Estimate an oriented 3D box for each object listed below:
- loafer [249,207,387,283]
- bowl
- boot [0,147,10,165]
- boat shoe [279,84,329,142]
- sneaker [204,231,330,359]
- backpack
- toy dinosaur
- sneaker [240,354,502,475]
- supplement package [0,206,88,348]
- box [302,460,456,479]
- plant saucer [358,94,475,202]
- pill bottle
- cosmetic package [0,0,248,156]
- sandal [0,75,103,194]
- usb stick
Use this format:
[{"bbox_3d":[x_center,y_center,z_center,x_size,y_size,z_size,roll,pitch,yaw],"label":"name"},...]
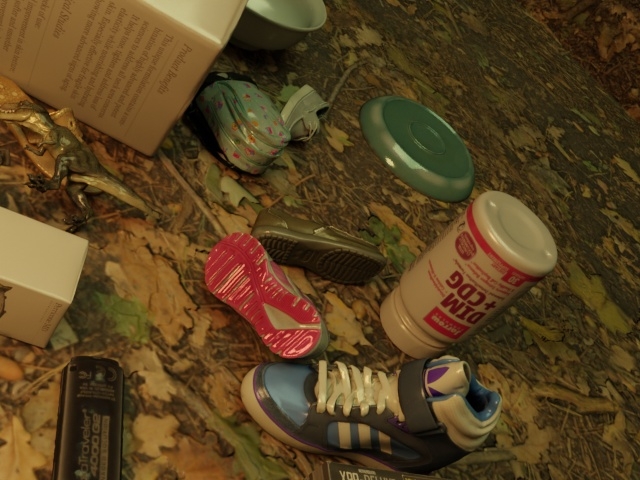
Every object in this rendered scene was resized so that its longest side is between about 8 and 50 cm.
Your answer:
[{"bbox_3d":[0.000,0.000,1.314,0.251,0.094,0.087,18,46,-27],"label":"loafer"},{"bbox_3d":[-0.145,-0.493,1.658,0.298,0.134,0.297,24,39,-21],"label":"bowl"},{"bbox_3d":[-0.516,-0.100,0.876,0.229,0.091,0.263,17,23,32],"label":"boot"},{"bbox_3d":[-0.035,-0.234,1.535,0.081,0.079,0.227,34,34,-2],"label":"boat shoe"},{"bbox_3d":[-0.077,0.091,1.161,0.252,0.103,0.111,49,-2,32],"label":"sneaker"},{"bbox_3d":[-0.137,-0.206,1.389,0.152,0.115,0.182,-3,57,-46],"label":"backpack"},{"bbox_3d":[-0.340,-0.086,1.100,0.268,0.064,0.118,42,45,-22],"label":"toy dinosaur"},{"bbox_3d":[0.084,0.199,1.065,0.323,0.236,0.130,28,38,-17],"label":"sneaker"},{"bbox_3d":[-0.384,0.034,0.936,0.179,0.105,0.105,23,40,-21],"label":"supplement package"},{"bbox_3d":[0.130,0.424,1.010,0.308,0.076,0.242,16,43,-29],"label":"box"},{"bbox_3d":[0.229,-0.219,1.783,0.318,0.043,0.317,23,41,-21],"label":"plant saucer"},{"bbox_3d":[0.231,0.066,1.290,0.160,0.283,0.160,24,40,-21],"label":"pill bottle"},{"bbox_3d":[-0.323,-0.401,1.186,0.394,0.329,0.327,28,57,-17],"label":"cosmetic package"},{"bbox_3d":[-0.396,-0.171,1.154,0.240,0.079,0.088,43,37,3],"label":"sandal"},{"bbox_3d":[-0.257,0.252,0.875,0.077,0.045,0.278,12,45,-23],"label":"usb stick"}]
